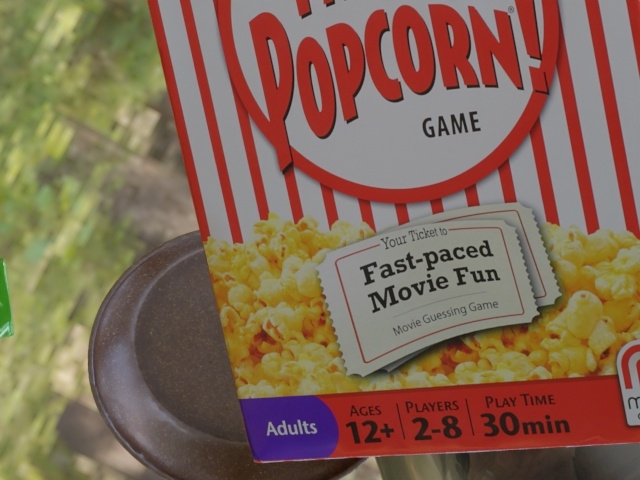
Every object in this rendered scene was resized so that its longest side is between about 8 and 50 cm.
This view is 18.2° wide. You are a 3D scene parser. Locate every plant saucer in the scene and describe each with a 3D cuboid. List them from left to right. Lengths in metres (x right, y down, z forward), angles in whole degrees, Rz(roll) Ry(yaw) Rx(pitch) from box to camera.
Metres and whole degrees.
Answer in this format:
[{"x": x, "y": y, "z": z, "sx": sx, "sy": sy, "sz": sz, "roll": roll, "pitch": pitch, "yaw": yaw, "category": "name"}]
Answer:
[{"x": -0.044, "y": 0.071, "z": 1.235, "sx": 0.198, "sy": 0.198, "sz": 0.036, "roll": -55, "pitch": -166, "yaw": 23, "category": "plant saucer"}]

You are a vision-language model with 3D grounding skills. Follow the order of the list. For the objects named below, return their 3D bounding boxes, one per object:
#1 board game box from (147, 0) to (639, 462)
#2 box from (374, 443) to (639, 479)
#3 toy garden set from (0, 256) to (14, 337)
[{"x": 0.032, "y": -0.038, "z": 0.556, "sx": 0.147, "sy": 0.193, "sz": 0.045, "roll": -7, "pitch": -169, "yaw": 29, "category": "board game box"}, {"x": 0.164, "y": 0.022, "z": 0.712, "sx": 0.296, "sy": 0.183, "sz": 0.294, "roll": -31, "pitch": -106, "yaw": 47, "category": "box"}, {"x": -0.281, "y": -0.057, "z": 1.050, "sx": 0.049, "sy": 0.204, "sz": 0.244, "roll": 180, "pitch": -98, "yaw": -69, "category": "toy garden set"}]
